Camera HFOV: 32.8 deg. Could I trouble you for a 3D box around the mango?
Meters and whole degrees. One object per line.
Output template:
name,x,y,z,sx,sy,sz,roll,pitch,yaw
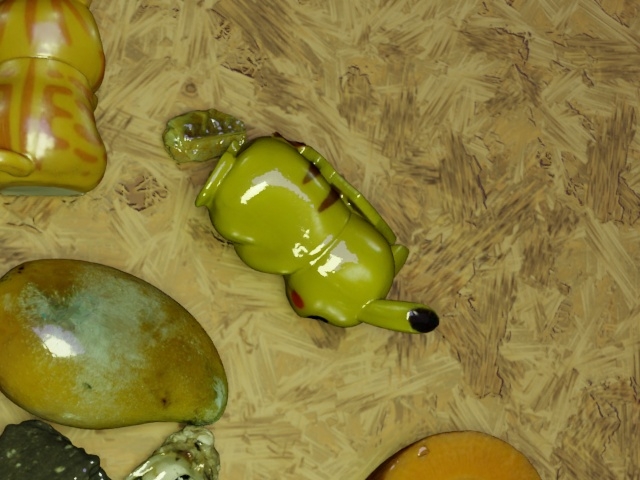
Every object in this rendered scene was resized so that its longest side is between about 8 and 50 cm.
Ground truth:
mango,-0.247,0.129,1.271,0.316,0.146,0.193,21,66,-20

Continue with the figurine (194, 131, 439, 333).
figurine,-0.006,-0.005,1.400,0.169,0.218,0.327,-40,102,14

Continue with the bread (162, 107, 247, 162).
bread,-0.154,-0.139,1.430,0.110,0.060,0.066,-12,110,-23

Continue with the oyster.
oyster,-0.226,0.348,1.262,0.294,0.094,0.166,-28,68,-16

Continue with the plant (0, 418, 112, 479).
plant,-0.287,0.289,1.183,0.194,0.129,0.132,36,69,30

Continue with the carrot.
carrot,0.172,0.376,1.399,0.307,0.100,0.258,-9,82,-26

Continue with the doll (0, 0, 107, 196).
doll,-0.341,-0.172,1.311,0.166,0.162,0.270,0,65,-7
